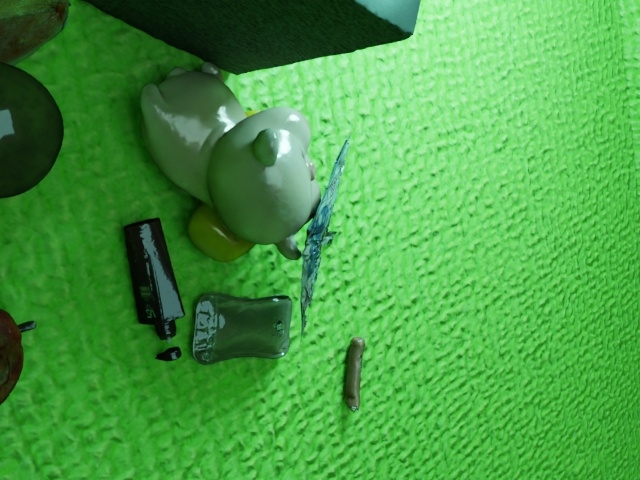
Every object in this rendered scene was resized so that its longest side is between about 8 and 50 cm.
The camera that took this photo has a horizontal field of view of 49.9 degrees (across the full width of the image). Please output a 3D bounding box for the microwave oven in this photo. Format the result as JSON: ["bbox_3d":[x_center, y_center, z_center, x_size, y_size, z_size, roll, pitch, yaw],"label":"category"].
[{"bbox_3d":[-0.093,-0.425,0.993,0.374,0.432,0.236,17,83,-40],"label":"microwave oven"}]

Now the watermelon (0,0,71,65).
[{"bbox_3d":[-0.468,-0.308,0.908,0.146,0.128,0.231,54,44,2],"label":"watermelon"}]

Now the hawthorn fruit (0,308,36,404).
[{"bbox_3d":[-0.481,0.155,0.856,0.260,0.224,0.224,-16,105,-52],"label":"hawthorn fruit"}]

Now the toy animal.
[{"bbox_3d":[-0.105,-0.143,1.128,0.277,0.246,0.345,-39,118,-32],"label":"toy animal"}]

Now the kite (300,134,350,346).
[{"bbox_3d":[-0.001,0.000,1.239,0.368,0.014,0.406,-6,109,-82],"label":"kite"}]

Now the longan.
[{"bbox_3d":[-0.436,-0.146,0.890,0.185,0.159,0.204,-55,145,-10],"label":"longan"}]

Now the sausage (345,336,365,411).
[{"bbox_3d":[0.072,0.282,1.457,0.036,0.042,0.158,4,90,0],"label":"sausage"}]

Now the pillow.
[{"bbox_3d":[-0.139,0.161,1.267,0.217,0.033,0.130,6,88,-41],"label":"pillow"}]

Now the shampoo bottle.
[{"bbox_3d":[-0.270,0.084,1.127,0.067,0.068,0.237,-19,104,-38],"label":"shampoo bottle"}]
